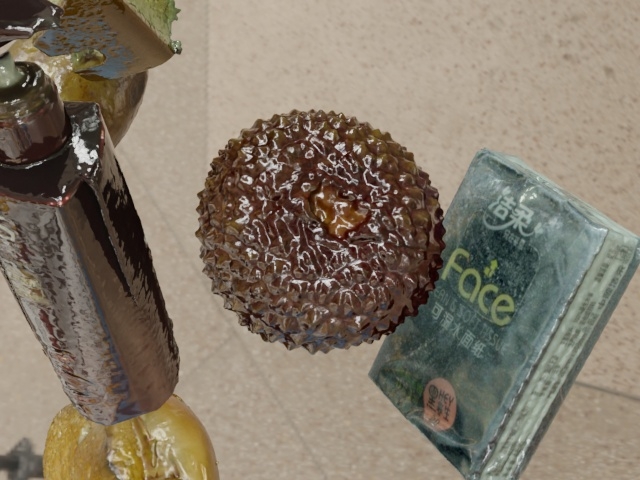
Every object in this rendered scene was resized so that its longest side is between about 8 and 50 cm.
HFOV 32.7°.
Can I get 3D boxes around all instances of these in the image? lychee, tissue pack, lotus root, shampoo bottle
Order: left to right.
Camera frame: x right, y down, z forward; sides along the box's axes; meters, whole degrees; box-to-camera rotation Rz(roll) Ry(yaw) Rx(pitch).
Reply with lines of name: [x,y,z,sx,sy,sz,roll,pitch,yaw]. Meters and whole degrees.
shampoo bottle: [-0.112,-0.006,0.482,0.068,0.236,0.067,-1,47,9]
lotus root: [-0.293,-0.171,1.267,0.169,0.141,0.314,17,56,18]
lychee: [0.000,0.000,1.105,0.271,0.271,0.271,-9,73,32]
tissue pack: [0.198,0.082,1.217,0.228,0.103,0.315,42,112,49]

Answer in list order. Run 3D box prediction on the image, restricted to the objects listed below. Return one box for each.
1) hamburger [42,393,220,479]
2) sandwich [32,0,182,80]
hamburger: [-0.211,0.316,1.279,0.314,0.170,0.289,24,118,59]
sandwich: [-0.220,-0.245,1.036,0.128,0.236,0.122,-13,79,9]
